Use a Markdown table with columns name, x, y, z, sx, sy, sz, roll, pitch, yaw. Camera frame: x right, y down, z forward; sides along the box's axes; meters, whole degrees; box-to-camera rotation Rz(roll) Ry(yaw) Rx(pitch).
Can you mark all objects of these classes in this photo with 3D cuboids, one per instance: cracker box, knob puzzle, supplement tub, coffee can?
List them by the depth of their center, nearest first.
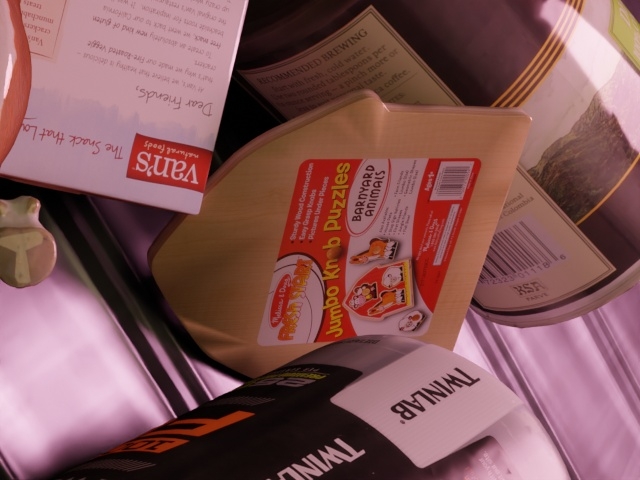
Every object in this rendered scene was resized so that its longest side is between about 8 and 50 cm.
| name | x | y | z | sx | sy | sz | roll | pitch | yaw |
| --- | --- | --- | --- | --- | --- | --- | --- | --- | --- |
| supplement tub | -0.037 | 0.169 | 0.597 | 0.316 | 0.193 | 0.194 | -21 | 91 | -52 |
| cracker box | -0.110 | -0.139 | 0.660 | 0.155 | 0.067 | 0.232 | 13 | 90 | -41 |
| knob puzzle | 0.000 | 0.000 | 0.756 | 0.213 | 0.213 | 0.030 | 30 | 20 | -39 |
| coffee can | 0.081 | -0.105 | 0.845 | 0.275 | 0.201 | 0.201 | 42 | 46 | -31 |

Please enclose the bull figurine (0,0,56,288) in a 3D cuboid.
| name | x | y | z | sx | sy | sz | roll | pitch | yaw |
| --- | --- | --- | --- | --- | --- | --- | --- | --- | --- |
| bull figurine | -0.153 | -0.035 | 0.508 | 0.101 | 0.188 | 0.310 | 9 | 85 | -31 |
